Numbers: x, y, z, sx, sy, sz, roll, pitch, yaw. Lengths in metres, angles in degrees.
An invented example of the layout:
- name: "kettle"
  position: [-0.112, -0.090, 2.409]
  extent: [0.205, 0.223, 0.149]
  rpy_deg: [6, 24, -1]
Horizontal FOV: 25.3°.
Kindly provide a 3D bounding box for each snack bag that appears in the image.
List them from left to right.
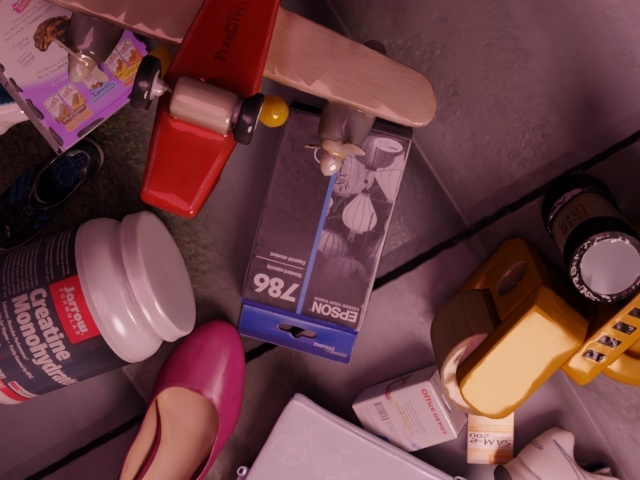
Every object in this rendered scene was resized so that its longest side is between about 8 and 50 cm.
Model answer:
- name: "snack bag"
  position: [0.027, 0.390, 1.925]
  extent: [0.323, 0.037, 0.343]
  rpy_deg: [27, 116, 1]

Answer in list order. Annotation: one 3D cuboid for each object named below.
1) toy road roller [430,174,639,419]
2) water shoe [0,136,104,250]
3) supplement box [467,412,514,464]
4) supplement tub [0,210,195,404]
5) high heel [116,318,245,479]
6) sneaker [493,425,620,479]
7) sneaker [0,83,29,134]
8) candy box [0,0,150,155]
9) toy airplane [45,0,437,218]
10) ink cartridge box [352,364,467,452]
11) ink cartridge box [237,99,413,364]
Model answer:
- name: "toy road roller"
  position: [0.318, 0.105, 1.758]
  extent: [0.240, 0.202, 0.329]
  rpy_deg: [41, 105, -16]
- name: "water shoe"
  position: [-0.370, -0.060, 1.856]
  extent: [0.073, 0.080, 0.203]
  rpy_deg: [45, 105, -5]
- name: "supplement box"
  position: [0.225, 0.244, 1.884]
  extent: [0.062, 0.036, 0.098]
  rpy_deg: [1, 105, 8]
- name: "supplement tub"
  position: [-0.318, 0.084, 1.830]
  extent: [0.272, 0.191, 0.191]
  rpy_deg: [-20, 101, 12]
- name: "high heel"
  position: [-0.197, 0.288, 1.873]
  extent: [0.127, 0.181, 0.377]
  rpy_deg: [20, 106, 2]
- name: "sneaker"
  position: [0.361, 0.369, 1.867]
  extent: [0.129, 0.111, 0.297]
  rpy_deg: [-44, 107, -9]
- name: "sneaker"
  position: [-0.455, -0.147, 1.850]
  extent: [0.228, 0.087, 0.092]
  rpy_deg: [-15, 122, 9]
- name: "candy box"
  position: [-0.320, -0.234, 1.775]
  extent: [0.165, 0.070, 0.196]
  rpy_deg: [-40, 98, -14]
- name: "toy airplane"
  position: [-0.108, -0.227, 1.682]
  extent: [0.384, 0.272, 0.386]
  rpy_deg: [-24, 69, -21]
- name: "ink cartridge box"
  position: [0.118, 0.225, 1.869]
  extent: [0.122, 0.052, 0.088]
  rpy_deg: [-21, 102, 31]
- name: "ink cartridge box"
  position: [0.000, 0.000, 1.836]
  extent: [0.165, 0.065, 0.333]
  rpy_deg: [14, 107, 3]
